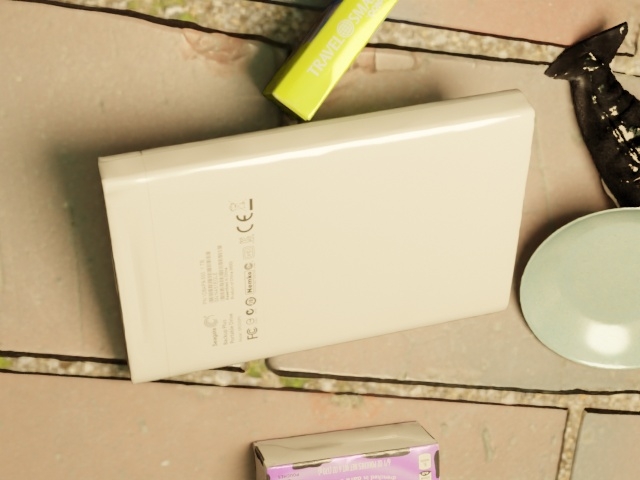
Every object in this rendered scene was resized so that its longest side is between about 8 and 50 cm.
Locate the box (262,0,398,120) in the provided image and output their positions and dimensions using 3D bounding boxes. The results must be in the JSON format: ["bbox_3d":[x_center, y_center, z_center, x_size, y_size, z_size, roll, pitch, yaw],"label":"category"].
[{"bbox_3d":[0.023,-0.182,1.031,0.042,0.109,0.178,37,90,-10],"label":"box"}]

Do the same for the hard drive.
[{"bbox_3d":[0.000,0.000,1.048,0.353,0.047,0.233,-10,133,-11],"label":"hard drive"}]

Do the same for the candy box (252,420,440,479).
[{"bbox_3d":[0.028,0.281,1.151,0.164,0.070,0.196,-6,102,-13],"label":"candy box"}]

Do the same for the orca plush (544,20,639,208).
[{"bbox_3d":[0.334,-0.070,1.137,0.151,0.102,0.287,-28,107,-7],"label":"orca plush"}]

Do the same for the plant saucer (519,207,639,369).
[{"bbox_3d":[0.285,0.039,1.155,0.194,0.037,0.195,3,126,5],"label":"plant saucer"}]
